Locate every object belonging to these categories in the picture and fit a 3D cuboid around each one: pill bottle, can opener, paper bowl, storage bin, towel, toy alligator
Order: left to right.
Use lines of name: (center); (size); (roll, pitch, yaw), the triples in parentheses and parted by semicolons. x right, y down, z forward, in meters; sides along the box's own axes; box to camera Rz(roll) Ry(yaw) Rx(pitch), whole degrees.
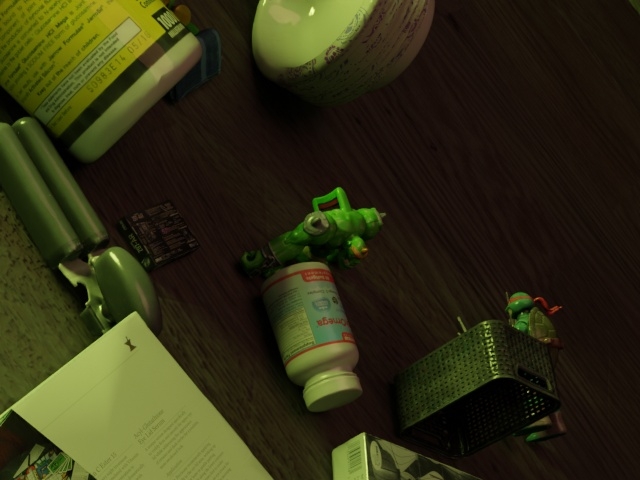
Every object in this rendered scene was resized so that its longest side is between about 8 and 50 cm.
pill bottle: (-0.300, -0.258, 1.193); (0.334, 0.188, 0.188); (46, 35, -11)
can opener: (-0.242, -0.011, 1.141); (0.280, 0.093, 0.074); (54, 35, 10)
toy alligator: (-0.197, -0.279, 1.463); (0.189, 0.056, 0.051); (46, 67, -40)
towel: (-0.163, -0.226, 1.439); (0.029, 0.067, 0.119); (15, 31, 22)
pill bottle: (-0.007, 0.112, 1.304); (0.087, 0.087, 0.160); (7, 55, -47)
paper bowl: (0.046, -0.319, 1.573); (0.148, 0.284, 0.284); (27, 42, -35)
storage bin: (0.190, 0.186, 1.391); (0.122, 0.180, 0.084); (27, 41, -33)

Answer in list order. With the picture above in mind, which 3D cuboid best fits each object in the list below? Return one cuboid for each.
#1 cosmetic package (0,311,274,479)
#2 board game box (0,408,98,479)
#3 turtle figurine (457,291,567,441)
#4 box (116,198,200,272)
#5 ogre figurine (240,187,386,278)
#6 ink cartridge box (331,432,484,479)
cosmetic package: (-0.192, 0.266, 0.941); (0.284, 0.097, 0.377); (53, 35, -3)
board game box: (-0.239, 0.250, 0.798); (0.136, 0.030, 0.259); (46, 35, -12)
turtle figurine: (0.283, 0.161, 1.592); (0.175, 0.118, 0.234); (14, 56, -43)
box: (-0.181, -0.006, 1.264); (0.067, 0.018, 0.083); (56, 34, 4)
ogre figurine: (0.000, 0.000, 1.385); (0.197, 0.118, 0.096); (17, 48, -40)
ink cartridge box: (0.157, 0.351, 1.312); (0.333, 0.065, 0.165); (27, 41, -34)
